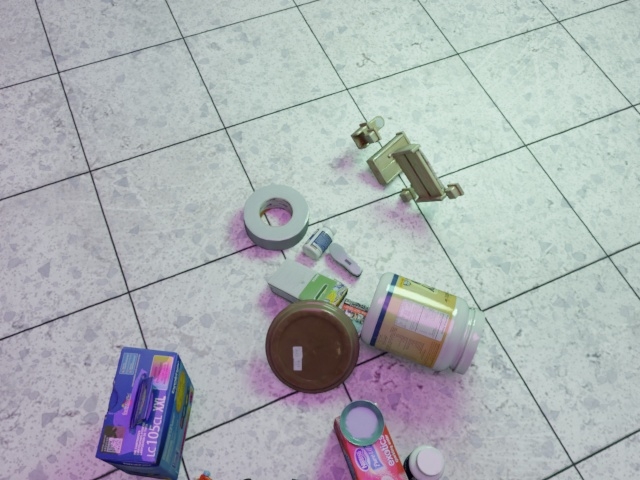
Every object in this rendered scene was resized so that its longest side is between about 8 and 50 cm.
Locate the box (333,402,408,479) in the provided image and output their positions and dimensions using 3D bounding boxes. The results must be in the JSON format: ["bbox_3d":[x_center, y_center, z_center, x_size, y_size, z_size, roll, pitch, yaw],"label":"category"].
[{"bbox_3d":[0.138,0.589,1.602,0.128,0.123,0.257,-17,64,-10],"label":"box"}]

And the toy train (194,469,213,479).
[{"bbox_3d":[-0.305,0.704,1.566,0.125,0.046,0.166,3,63,43],"label":"toy train"}]

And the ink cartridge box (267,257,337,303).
[{"bbox_3d":[-0.050,0.144,1.833,0.209,0.062,0.109,23,62,33],"label":"ink cartridge box"}]

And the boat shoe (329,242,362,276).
[{"bbox_3d":[0.080,0.067,1.929,0.049,0.040,0.142,-41,70,-11],"label":"boat shoe"}]

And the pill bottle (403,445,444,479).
[{"bbox_3d":[0.276,0.598,1.577,0.094,0.169,0.094,1,61,-2],"label":"pill bottle"}]

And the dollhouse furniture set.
[{"bbox_3d":[0.317,-0.296,1.950,0.174,0.355,0.303,-42,110,-20],"label":"dollhouse furniture set"}]

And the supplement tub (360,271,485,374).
[{"bbox_3d":[0.296,0.245,1.735,0.316,0.228,0.228,20,63,8],"label":"supplement tub"}]

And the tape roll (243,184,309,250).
[{"bbox_3d":[-0.147,-0.078,1.980,0.219,0.072,0.219,1,61,-2],"label":"tape roll"}]

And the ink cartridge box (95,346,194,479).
[{"bbox_3d":[-0.436,0.441,1.505,0.151,0.395,0.270,5,62,0],"label":"ink cartridge box"}]

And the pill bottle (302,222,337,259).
[{"bbox_3d":[0.000,0.000,1.946,0.067,0.067,0.120,33,66,15],"label":"pill bottle"}]

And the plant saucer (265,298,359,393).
[{"bbox_3d":[-0.025,0.310,1.720,0.277,0.041,0.278,0,93,2],"label":"plant saucer"}]

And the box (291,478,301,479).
[{"bbox_3d":[-0.015,0.767,1.516,0.184,0.103,0.261,12,62,1],"label":"box"}]

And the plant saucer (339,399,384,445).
[{"bbox_3d":[0.109,0.485,1.575,0.119,0.021,0.119,0,61,0],"label":"plant saucer"}]

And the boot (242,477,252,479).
[{"bbox_3d":[-0.227,0.752,1.536,0.176,0.088,0.244,32,82,43],"label":"boot"}]

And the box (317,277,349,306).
[{"bbox_3d":[0.018,0.203,1.845,0.059,0.054,0.169,32,66,14],"label":"box"}]

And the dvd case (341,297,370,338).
[{"bbox_3d":[0.099,0.246,1.848,0.087,0.013,0.119,19,62,8],"label":"dvd case"}]
